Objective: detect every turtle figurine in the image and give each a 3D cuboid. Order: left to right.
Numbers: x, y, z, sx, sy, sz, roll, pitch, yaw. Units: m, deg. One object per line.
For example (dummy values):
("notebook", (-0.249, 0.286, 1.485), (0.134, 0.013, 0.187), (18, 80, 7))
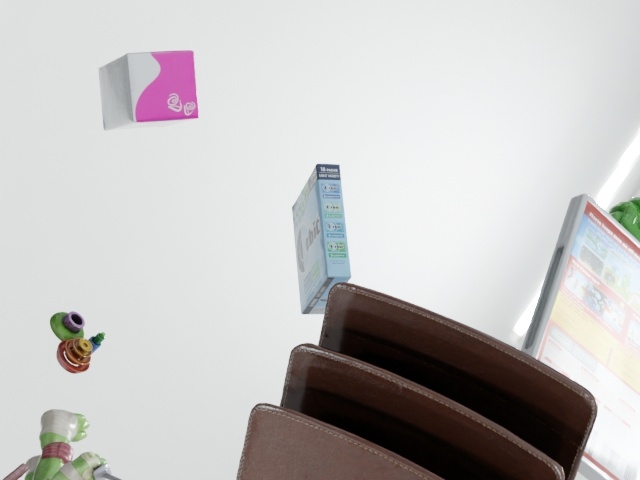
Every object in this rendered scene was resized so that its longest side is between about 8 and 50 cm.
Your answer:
("turtle figurine", (-0.328, 0.366, 1.725), (0.275, 0.197, 0.266), (-14, -149, 2))

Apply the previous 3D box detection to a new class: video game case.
("video game case", (0.311, 0.117, 1.406), (0.025, 0.204, 0.285), (-20, -142, 51))

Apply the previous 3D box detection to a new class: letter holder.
("letter holder", (0.094, 0.197, 1.268), (0.152, 0.302, 0.214), (-37, 145, -53))

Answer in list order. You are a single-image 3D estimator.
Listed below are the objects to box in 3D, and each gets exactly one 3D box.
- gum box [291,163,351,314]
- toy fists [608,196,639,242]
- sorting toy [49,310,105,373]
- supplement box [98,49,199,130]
("gum box", (0.000, 0.000, 1.950), (0.157, 0.041, 0.184), (122, -35, -62))
("toy fists", (0.524, 0.025, 2.262), (0.279, 0.142, 0.096), (-39, 174, -16))
("sorting toy", (-0.304, 0.123, 1.625), (0.042, 0.061, 0.102), (-42, -137, 25))
("supplement box", (-0.281, -0.242, 2.081), (0.220, 0.111, 0.113), (180, -95, -69))
